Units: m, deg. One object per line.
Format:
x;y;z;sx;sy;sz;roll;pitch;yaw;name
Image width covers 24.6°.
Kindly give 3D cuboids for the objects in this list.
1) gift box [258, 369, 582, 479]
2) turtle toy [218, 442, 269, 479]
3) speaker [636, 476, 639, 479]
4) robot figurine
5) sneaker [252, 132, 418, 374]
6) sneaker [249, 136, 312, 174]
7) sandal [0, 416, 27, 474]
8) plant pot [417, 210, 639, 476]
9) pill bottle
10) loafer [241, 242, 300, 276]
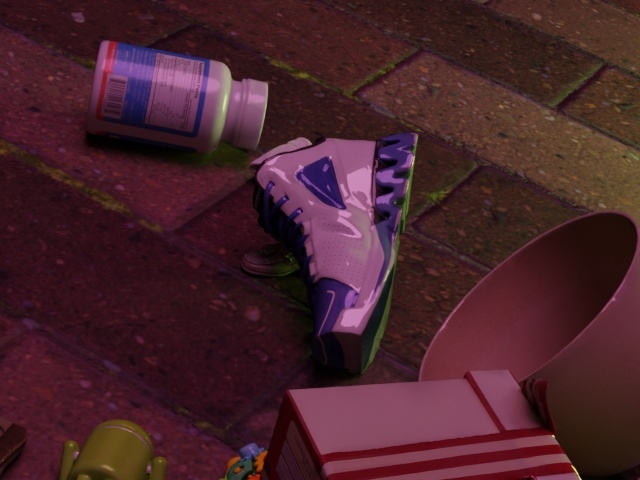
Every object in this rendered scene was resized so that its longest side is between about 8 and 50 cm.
0.105;0.260;1.231;0.258;0.276;0.255;0;41;-25;gift box
-0.033;0.232;1.394;0.130;0.066;0.095;7;34;-14;turtle toy
0.373;0.294;1.481;0.055;0.055;0.136;-10;41;-34;speaker
-0.194;0.211;1.357;0.101;0.067;0.115;7;32;8;robot figurine
0.000;-0.001;1.674;0.182;0.127;0.316;9;54;7;sneaker
-0.018;-0.048;1.828;0.094;0.080;0.212;-18;39;-21;sneaker
-0.329;0.209;1.329;0.072;0.049;0.180;30;20;11;sandal
0.271;0.134;1.526;0.191;0.284;0.284;47;30;-15;plant pot
-0.185;-0.179;1.893;0.221;0.124;0.124;10;33;-10;pill bottle
-0.033;0.015;1.742;0.125;0.039;0.045;-2;37;-25;loafer
